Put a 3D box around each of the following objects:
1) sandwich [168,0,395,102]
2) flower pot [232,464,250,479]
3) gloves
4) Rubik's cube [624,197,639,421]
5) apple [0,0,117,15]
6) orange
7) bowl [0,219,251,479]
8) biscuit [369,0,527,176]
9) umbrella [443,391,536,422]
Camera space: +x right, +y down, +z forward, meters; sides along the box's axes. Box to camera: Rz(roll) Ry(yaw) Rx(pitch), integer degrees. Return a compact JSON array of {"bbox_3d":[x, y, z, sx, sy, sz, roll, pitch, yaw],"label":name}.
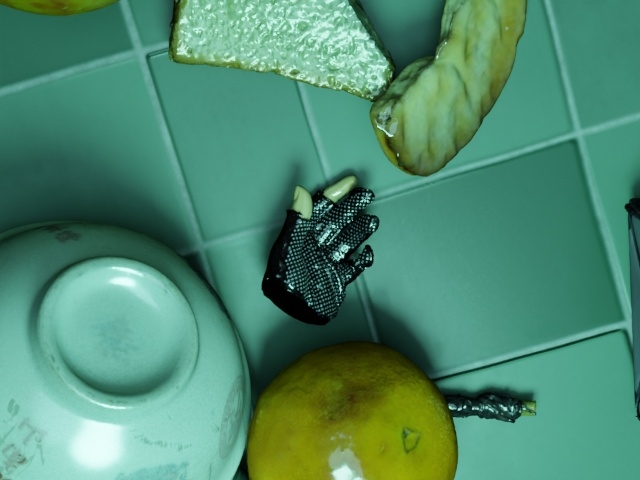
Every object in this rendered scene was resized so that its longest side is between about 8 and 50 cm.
[{"bbox_3d":[-0.031,-0.309,1.835,0.288,0.099,0.254,13,99,-4],"label":"sandwich"},{"bbox_3d":[-0.179,0.339,1.908,0.243,0.157,0.189,28,102,-4],"label":"flower pot"},{"bbox_3d":[0.001,0.002,1.902,0.129,0.106,0.181,29,69,-8],"label":"gloves"},{"bbox_3d":[0.546,0.095,1.821,0.307,0.305,0.310,-6,100,-2],"label":"Rubik's cube"},{"bbox_3d":[-0.291,-0.443,1.660,0.400,0.333,0.400,3,97,22],"label":"apple"},{"bbox_3d":[0.039,0.250,1.853,0.261,0.261,0.261,0,100,-2],"label":"orange"},{"bbox_3d":[-0.251,0.135,1.742,0.434,0.196,0.435,10,62,-19],"label":"bowl"},{"bbox_3d":[0.169,-0.215,1.857,0.154,0.045,0.299,37,84,-42],"label":"biscuit"},{"bbox_3d":[0.203,0.212,1.962,0.144,0.040,0.037,2,107,1],"label":"umbrella"}]
